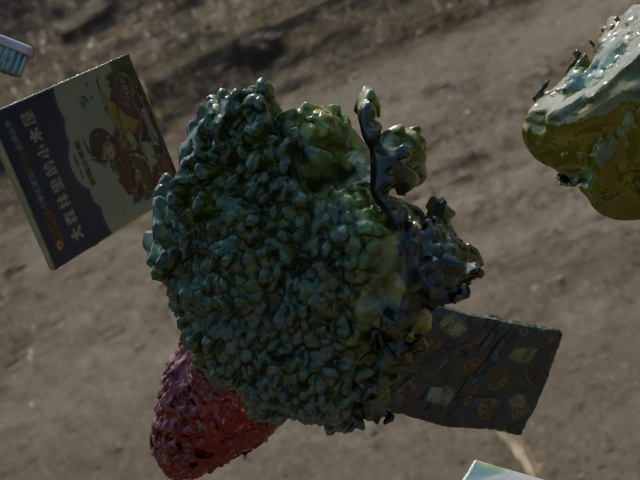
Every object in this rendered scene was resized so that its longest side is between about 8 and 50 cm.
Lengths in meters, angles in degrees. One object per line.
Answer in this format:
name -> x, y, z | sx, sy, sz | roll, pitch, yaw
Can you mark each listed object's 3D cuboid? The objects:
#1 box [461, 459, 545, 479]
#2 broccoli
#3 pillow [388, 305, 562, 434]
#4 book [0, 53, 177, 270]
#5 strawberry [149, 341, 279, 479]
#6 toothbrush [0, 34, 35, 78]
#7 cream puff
box -> 0.207, 0.382, 1.384 | 0.203, 0.116, 0.274 | 14, 36, 26
broccoli -> -0.013, 0.010, 1.252 | 0.334, 0.324, 0.272 | 28, 57, 18
pillow -> 0.212, 0.188, 1.863 | 0.256, 0.188, 0.034 | 12, 20, -16
book -> -0.322, -0.119, 1.817 | 0.018, 0.228, 0.322 | -13, 16, 32
strawberry -> -0.151, 0.239, 1.790 | 0.236, 0.190, 0.111 | -55, 2, 1
toothbrush -> -0.307, -0.147, 0.792 | 0.021, 0.269, 0.027 | 104, -178, -73
cream puff -> 0.323, -0.118, 1.213 | 0.221, 0.195, 0.195 | -48, 25, -2
